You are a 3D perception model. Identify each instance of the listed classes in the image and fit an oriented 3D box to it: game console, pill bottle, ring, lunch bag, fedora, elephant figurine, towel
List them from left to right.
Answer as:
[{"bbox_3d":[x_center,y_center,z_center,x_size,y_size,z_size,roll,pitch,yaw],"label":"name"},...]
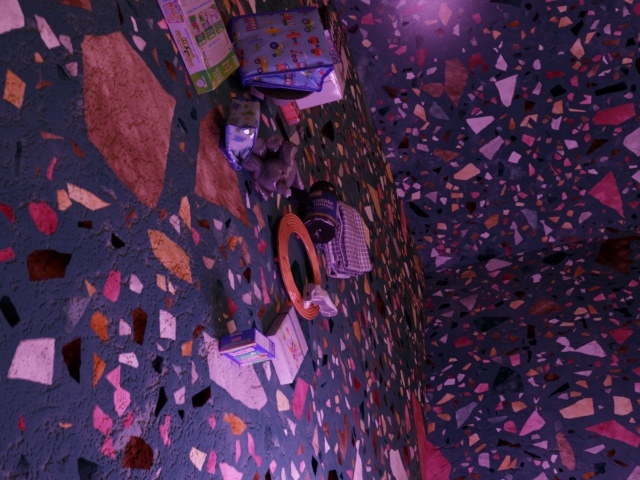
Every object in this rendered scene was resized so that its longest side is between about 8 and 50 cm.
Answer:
[{"bbox_3d":[-0.213,-0.284,1.710,0.151,0.096,0.129,102,-7,-48],"label":"lunch bag"},{"bbox_3d":[-0.135,-0.564,1.893,0.138,0.293,0.221,131,-51,-60],"label":"lunch bag"},{"bbox_3d":[-0.121,-0.197,1.863,0.239,0.169,0.186,73,38,-73],"label":"elephant figurine"},{"bbox_3d":[-0.124,-0.531,2.046,0.124,0.243,0.276,114,-34,-68],"label":"fedora"},{"bbox_3d":[-0.070,0.081,1.992,0.336,0.032,0.337,-13,90,-72],"label":"ring"},{"bbox_3d":[-0.069,-0.181,2.121,0.107,0.071,0.122,-85,155,-46],"label":"game console"},{"bbox_3d":[0.001,-0.102,2.199,0.219,0.122,0.123,-86,156,-46],"label":"pill bottle"},{"bbox_3d":[0.092,-0.001,2.415,0.235,0.121,0.284,17,61,-69],"label":"towel"}]

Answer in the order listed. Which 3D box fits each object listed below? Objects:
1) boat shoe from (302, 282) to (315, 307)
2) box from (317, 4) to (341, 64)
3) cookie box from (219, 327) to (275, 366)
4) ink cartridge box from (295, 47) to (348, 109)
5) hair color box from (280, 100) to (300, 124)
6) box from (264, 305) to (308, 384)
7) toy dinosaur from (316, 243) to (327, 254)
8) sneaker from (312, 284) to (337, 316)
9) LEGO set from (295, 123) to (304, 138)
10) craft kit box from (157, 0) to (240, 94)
[{"bbox_3d":[-0.037,0.168,1.934,0.100,0.035,0.035,-81,180,-58],"label":"boat shoe"},{"bbox_3d":[-0.062,-0.673,2.213,0.142,0.247,0.163,57,26,-44],"label":"box"},{"bbox_3d":[-0.166,0.245,1.462,0.107,0.091,0.040,51,27,-53],"label":"cookie box"},{"bbox_3d":[-0.021,-0.612,2.365,0.289,0.211,0.122,-80,153,-50],"label":"ink cartridge box"},{"bbox_3d":[-0.116,-0.485,2.248,0.072,0.043,0.141,-85,156,-48],"label":"hair color box"},{"bbox_3d":[-0.092,0.282,1.758,0.186,0.038,0.145,-54,128,-67],"label":"box"},{"bbox_3d":[0.000,0.000,2.263,0.082,0.047,0.090,83,-11,-72],"label":"toy dinosaur"},{"bbox_3d":[0.015,0.192,2.038,0.152,0.053,0.061,57,24,-48],"label":"sneaker"},{"bbox_3d":[-0.074,-0.416,2.361,0.054,0.023,0.083,-85,155,-46],"label":"LEGO set"},{"bbox_3d":[-0.307,-0.534,1.665,0.250,0.061,0.247,-71,142,-60],"label":"craft kit box"}]
